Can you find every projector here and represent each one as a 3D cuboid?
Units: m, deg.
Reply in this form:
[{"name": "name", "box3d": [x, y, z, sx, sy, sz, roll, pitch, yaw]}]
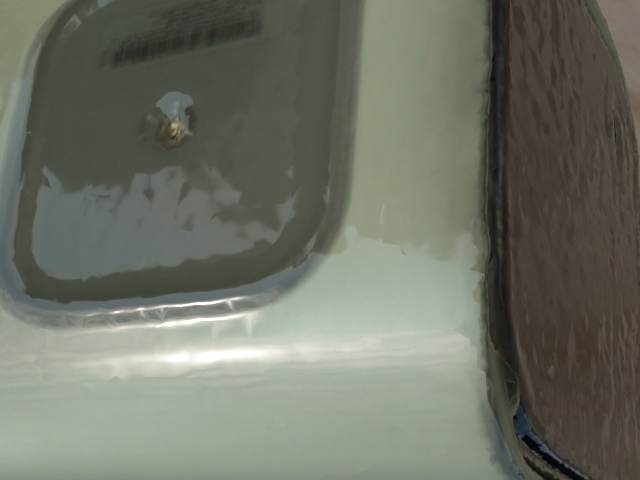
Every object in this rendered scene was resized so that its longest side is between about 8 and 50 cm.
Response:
[{"name": "projector", "box3d": [0.000, 0.000, 0.482, 0.249, 0.248, 0.248, -7, 157, 27]}]
